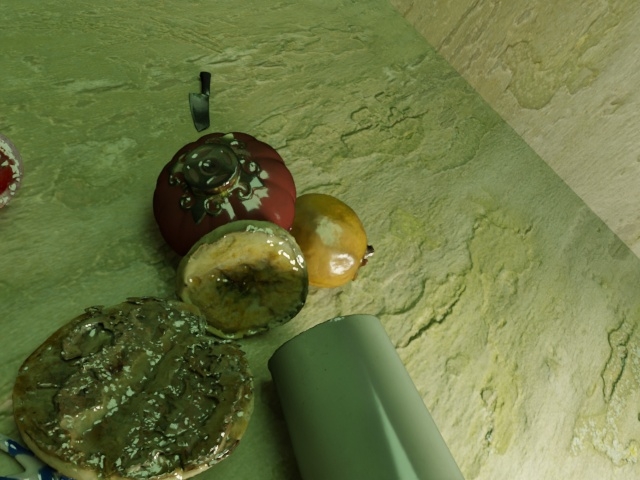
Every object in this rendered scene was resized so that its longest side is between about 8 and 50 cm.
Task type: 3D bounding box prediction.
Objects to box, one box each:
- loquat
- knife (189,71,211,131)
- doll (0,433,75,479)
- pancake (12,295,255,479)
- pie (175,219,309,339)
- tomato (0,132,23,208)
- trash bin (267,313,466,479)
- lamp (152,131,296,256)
[{"bbox_3d":[0.000,0.000,1.404,0.238,0.193,0.238,27,26,-14],"label":"loquat"},{"bbox_3d":[-0.324,-0.373,1.619,0.060,0.028,0.230,5,54,-18],"label":"knife"},{"bbox_3d":[-0.402,0.354,0.902,0.227,0.057,0.114,24,40,-15],"label":"doll"},{"bbox_3d":[-0.289,0.240,1.003,0.382,0.071,0.382,11,40,-10],"label":"pancake"},{"bbox_3d":[-0.145,0.082,1.176,0.274,0.274,0.055,17,24,-24],"label":"pie"},{"bbox_3d":[-0.661,-0.110,1.068,0.228,0.112,0.199,7,63,-37],"label":"tomato"},{"bbox_3d":[0.085,0.377,1.085,0.280,0.280,0.432,1,52,-36],"label":"trash bin"},{"bbox_3d":[-0.200,-0.084,1.270,0.303,0.257,0.303,-3,62,6],"label":"lamp"}]
